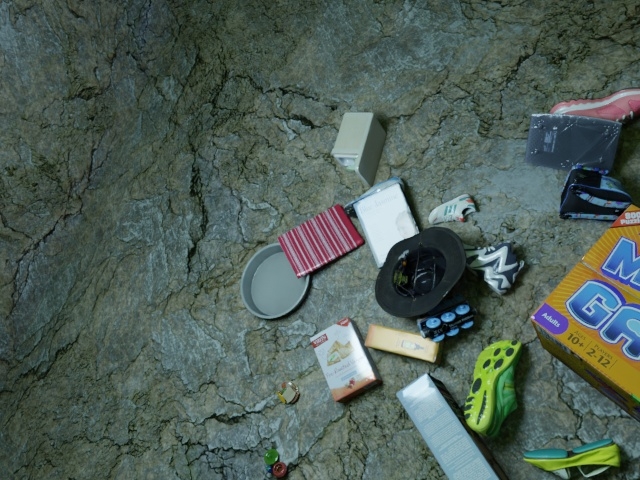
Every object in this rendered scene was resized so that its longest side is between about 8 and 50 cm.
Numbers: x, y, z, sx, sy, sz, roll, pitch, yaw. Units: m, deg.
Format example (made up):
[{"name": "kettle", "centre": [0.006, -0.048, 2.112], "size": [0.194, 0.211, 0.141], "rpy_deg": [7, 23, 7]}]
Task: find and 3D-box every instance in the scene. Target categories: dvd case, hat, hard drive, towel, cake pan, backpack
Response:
[{"name": "dvd case", "centre": [0.237, -0.051, 1.793], "size": [0.180, 0.022, 0.252], "rpy_deg": [-24, 79, 17]}, {"name": "hat", "centre": [0.336, 0.121, 1.642], "size": [0.331, 0.134, 0.331], "rpy_deg": [-32, 39, 31]}, {"name": "hard drive", "centre": [0.771, -0.302, 1.601], "size": [0.255, 0.054, 0.171], "rpy_deg": [16, 121, 33]}, {"name": "towel", "centre": [0.000, 0.000, 1.899], "size": [0.275, 0.031, 0.198], "rpy_deg": [-29, 58, -2]}, {"name": "cake pan", "centre": [-0.162, 0.152, 1.941], "size": [0.293, 0.054, 0.293], "rpy_deg": [-10, 65, 23]}, {"name": "backpack", "centre": [0.799, -0.130, 1.510], "size": [0.173, 0.158, 0.116], "rpy_deg": [11, 56, 17]}]

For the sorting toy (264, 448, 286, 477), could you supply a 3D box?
[{"name": "sorting toy", "centre": [-0.146, 0.734, 1.700], "size": [0.061, 0.042, 0.102], "rpy_deg": [-37, 44, -10]}]

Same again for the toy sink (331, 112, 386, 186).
[{"name": "toy sink", "centre": [0.136, -0.334, 1.936], "size": [0.131, 0.153, 0.234], "rpy_deg": [8, 74, 30]}]

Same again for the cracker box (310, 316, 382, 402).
[{"name": "cracker box", "centre": [0.080, 0.389, 1.707], "size": [0.156, 0.067, 0.232], "rpy_deg": [-32, 58, 11]}]

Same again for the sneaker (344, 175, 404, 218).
[{"name": "sneaker", "centre": [0.193, -0.154, 1.880], "size": [0.237, 0.085, 0.086], "rpy_deg": [-26, 35, 18]}]

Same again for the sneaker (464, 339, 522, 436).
[{"name": "sneaker", "centre": [0.494, 0.411, 1.469], "size": [0.109, 0.123, 0.295], "rpy_deg": [-4, 47, 52]}]

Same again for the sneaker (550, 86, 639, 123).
[{"name": "sneaker", "centre": [0.882, -0.372, 1.608], "size": [0.314, 0.116, 0.136], "rpy_deg": [-5, 77, 33]}]

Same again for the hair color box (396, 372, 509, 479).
[{"name": "hair color box", "centre": [0.373, 0.557, 1.414], "size": [0.114, 0.185, 0.374], "rpy_deg": [-38, 57, 8]}]

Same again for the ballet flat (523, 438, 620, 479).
[{"name": "ballet flat", "centre": [0.648, 0.569, 1.339], "size": [0.231, 0.077, 0.077], "rpy_deg": [-18, 79, 18]}]

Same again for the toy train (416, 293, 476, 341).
[{"name": "toy train", "centre": [0.375, 0.235, 1.573], "size": [0.184, 0.080, 0.105], "rpy_deg": [-23, 25, -7]}]

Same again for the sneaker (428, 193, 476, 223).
[{"name": "sneaker", "centre": [0.438, -0.088, 1.731], "size": [0.161, 0.057, 0.075], "rpy_deg": [-29, 53, 11]}]

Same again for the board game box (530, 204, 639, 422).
[{"name": "board game box", "centre": [0.782, 0.207, 1.248], "size": [0.356, 0.356, 0.356], "rpy_deg": [-49, 56, 0]}]

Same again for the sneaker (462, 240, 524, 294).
[{"name": "sneaker", "centre": [0.521, 0.038, 1.614], "size": [0.153, 0.094, 0.235], "rpy_deg": [-46, 57, 1]}]

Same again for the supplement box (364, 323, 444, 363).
[{"name": "supplement box", "centre": [0.263, 0.324, 1.636], "size": [0.234, 0.080, 0.078], "rpy_deg": [8, 74, 31]}]

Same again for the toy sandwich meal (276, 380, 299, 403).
[{"name": "toy sandwich meal", "centre": [-0.113, 0.517, 1.775], "size": [0.086, 0.029, 0.085], "rpy_deg": [-10, 65, 23]}]
